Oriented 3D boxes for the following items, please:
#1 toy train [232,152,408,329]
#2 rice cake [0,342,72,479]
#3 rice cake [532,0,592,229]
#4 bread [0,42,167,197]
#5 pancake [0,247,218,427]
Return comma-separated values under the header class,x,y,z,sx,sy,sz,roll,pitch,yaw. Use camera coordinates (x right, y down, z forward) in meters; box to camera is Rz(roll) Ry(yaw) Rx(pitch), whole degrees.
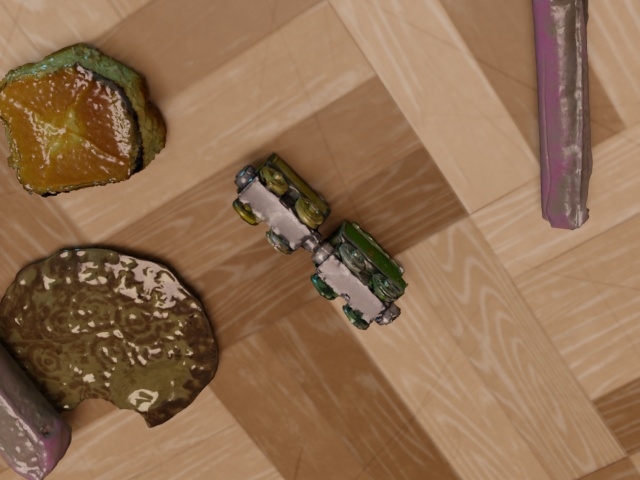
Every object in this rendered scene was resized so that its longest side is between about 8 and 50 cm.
class,x,y,z,sx,sy,sz,roll,pitch,yaw
toy train,0.000,0.000,1.061,0.202,0.081,0.060,44,111,-9
rice cake,-0.379,0.077,1.110,0.064,0.070,0.399,-30,105,17
rice cake,0.215,-0.130,0.992,0.049,0.055,0.270,-3,118,10
bread,-0.221,-0.112,1.023,0.140,0.069,0.128,-12,114,14
pancake,-0.220,0.102,1.152,0.235,0.029,0.212,16,116,-4
